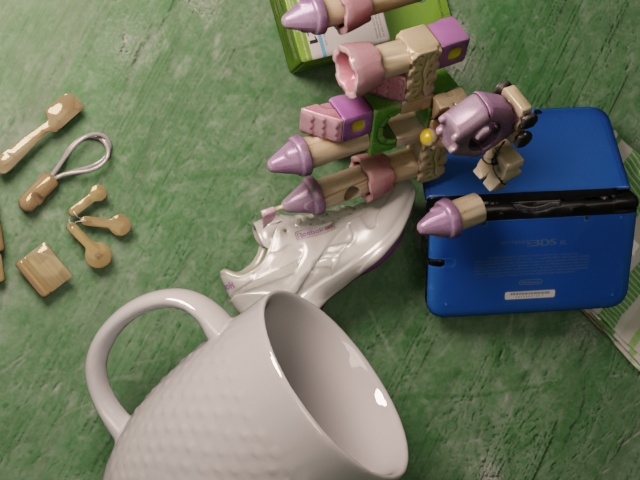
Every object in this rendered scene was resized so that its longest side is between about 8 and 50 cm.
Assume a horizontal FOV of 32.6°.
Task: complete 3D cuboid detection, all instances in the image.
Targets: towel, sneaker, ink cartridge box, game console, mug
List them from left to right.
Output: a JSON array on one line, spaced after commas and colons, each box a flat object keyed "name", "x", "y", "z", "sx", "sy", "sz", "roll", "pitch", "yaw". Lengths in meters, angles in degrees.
[{"name": "mug", "x": -0.131, "y": 0.229, "z": 1.367, "sx": 0.328, "sy": 0.276, "sz": 0.374, "roll": -38, "pitch": 94, "yaw": 17}, {"name": "sneaker", "x": 0.000, "y": 0.000, "z": 1.491, "sx": 0.305, "sy": 0.114, "sz": 0.152, "roll": -40, "pitch": 99, "yaw": -10}, {"name": "ink cartridge box", "x": 0.060, "y": -0.358, "z": 1.519, "sx": 0.255, "sy": 0.097, "sz": 0.189, "roll": -16, "pitch": 93, "yaw": -12}, {"name": "game console", "x": 0.284, "y": -0.043, "z": 1.572, "sx": 0.293, "sy": 0.173, "sz": 0.250, "roll": -3, "pitch": 115, "yaw": -4}, {"name": "towel", "x": 0.473, "y": 0.025, "z": 1.640, "sx": 0.325, "sy": 0.038, "sz": 0.248, "roll": 43, "pitch": 80, "yaw": -9}]

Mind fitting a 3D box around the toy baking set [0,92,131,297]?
[{"name": "toy baking set", "x": -0.362, "y": -0.057, "z": 1.456, "sx": 0.196, "sy": 0.030, "sz": 0.256, "roll": -14, "pitch": 93, "yaw": -16}]

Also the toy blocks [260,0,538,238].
[{"name": "toy blocks", "x": 0.055, "y": -0.131, "z": 1.363, "sx": 0.260, "sy": 0.289, "sz": 0.309, "roll": -19, "pitch": 55, "yaw": -19}]
